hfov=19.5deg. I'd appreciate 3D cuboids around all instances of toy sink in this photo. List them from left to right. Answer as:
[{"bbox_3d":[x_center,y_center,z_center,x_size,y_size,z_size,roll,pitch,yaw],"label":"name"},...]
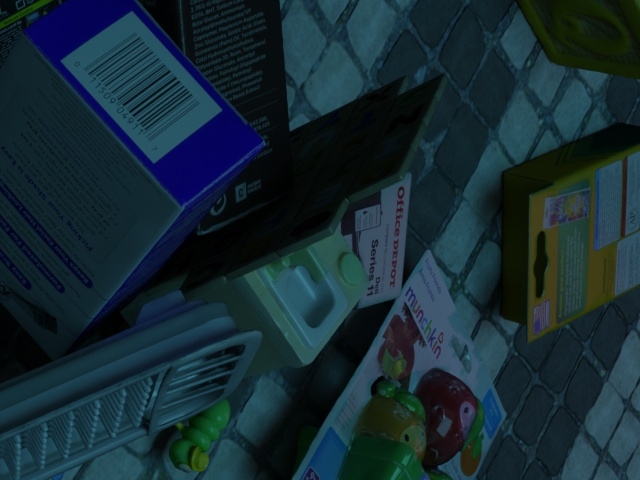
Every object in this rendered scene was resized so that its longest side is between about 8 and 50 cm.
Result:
[{"bbox_3d":[-0.052,0.042,1.802,0.131,0.234,0.153,57,40,-17],"label":"toy sink"}]

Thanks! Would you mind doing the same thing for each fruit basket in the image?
[{"bbox_3d":[0.114,0.245,2.172,0.353,0.165,0.327,-54,137,-28],"label":"fruit basket"}]

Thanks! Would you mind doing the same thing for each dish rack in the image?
[{"bbox_3d":[-0.224,0.146,1.640,0.333,0.285,0.072,-24,78,-16],"label":"dish rack"}]

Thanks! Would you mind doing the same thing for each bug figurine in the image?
[{"bbox_3d":[-0.184,0.215,1.875,0.216,0.072,0.279,-57,138,-20],"label":"bug figurine"}]

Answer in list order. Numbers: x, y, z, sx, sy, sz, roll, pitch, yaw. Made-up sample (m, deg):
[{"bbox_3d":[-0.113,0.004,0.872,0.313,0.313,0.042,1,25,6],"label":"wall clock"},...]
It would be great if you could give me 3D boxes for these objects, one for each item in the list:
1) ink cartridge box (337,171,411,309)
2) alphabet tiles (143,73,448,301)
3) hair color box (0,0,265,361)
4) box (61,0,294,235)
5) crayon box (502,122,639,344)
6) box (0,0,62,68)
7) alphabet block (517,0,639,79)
[{"bbox_3d":[0.000,0.000,2.009,0.208,0.087,0.153,-14,113,-48],"label":"ink cartridge box"},{"bbox_3d":[-0.021,-0.055,1.771,0.011,0.285,0.342,58,27,-17],"label":"alphabet tiles"},{"bbox_3d":[-0.197,-0.050,1.536,0.185,0.339,0.110,48,54,2],"label":"hair color box"},{"bbox_3d":[-0.147,-0.216,1.682,0.143,0.191,0.381,-29,124,-42],"label":"box"},{"bbox_3d":[0.330,-0.015,2.402,0.323,0.083,0.203,-22,119,-45],"label":"crayon box"},{"bbox_3d":[-0.338,-0.179,1.568,0.270,0.060,0.216,-37,128,-37],"label":"box"},{"bbox_3d":[0.369,-0.331,2.259,0.197,0.192,0.193,-59,137,-20],"label":"alphabet block"}]
